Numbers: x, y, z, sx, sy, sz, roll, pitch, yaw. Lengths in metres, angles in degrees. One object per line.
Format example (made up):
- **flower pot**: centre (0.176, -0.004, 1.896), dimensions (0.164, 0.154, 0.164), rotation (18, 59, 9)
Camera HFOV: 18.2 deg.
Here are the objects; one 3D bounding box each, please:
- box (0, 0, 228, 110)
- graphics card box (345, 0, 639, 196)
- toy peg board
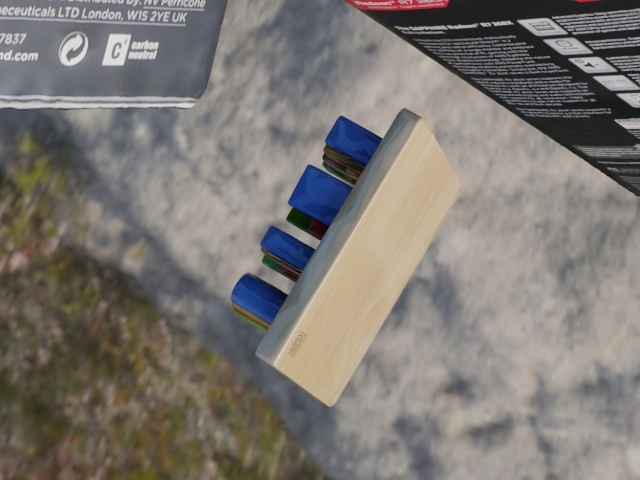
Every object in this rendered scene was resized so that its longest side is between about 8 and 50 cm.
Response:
- **box**: centre (-0.183, -0.301, 1.040), dimensions (0.293, 0.212, 0.395), rotation (29, 113, 37)
- **graphics card box**: centre (0.207, -0.126, 1.236), dimensions (0.233, 0.094, 0.371), rotation (0, 160, 42)
- **toy peg board**: centre (0.000, 0.000, 1.176), dimensions (0.079, 0.160, 0.161), rotation (29, 85, 17)
